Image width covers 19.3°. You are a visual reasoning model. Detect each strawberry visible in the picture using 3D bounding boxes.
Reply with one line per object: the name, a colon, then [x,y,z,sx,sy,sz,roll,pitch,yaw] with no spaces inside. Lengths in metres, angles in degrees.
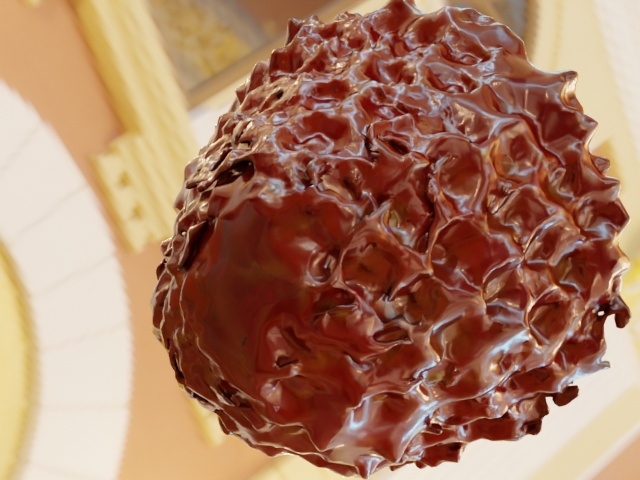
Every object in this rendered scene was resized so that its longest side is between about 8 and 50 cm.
strawberry: [0.000,0.000,0.815,0.234,0.178,0.233,2,-86,28]
